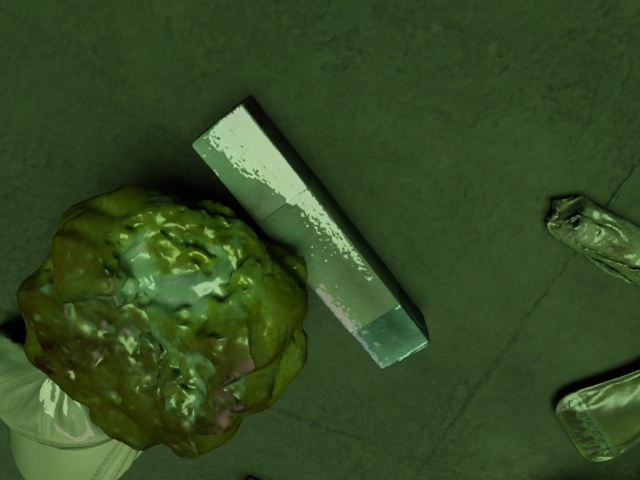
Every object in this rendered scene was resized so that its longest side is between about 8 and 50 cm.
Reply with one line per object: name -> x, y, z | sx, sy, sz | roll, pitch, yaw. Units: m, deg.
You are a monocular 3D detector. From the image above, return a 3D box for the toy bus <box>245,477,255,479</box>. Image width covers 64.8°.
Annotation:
toy bus -> -0.060, 0.386, 0.709 | 0.130, 0.052, 0.037 | 33, 115, -10

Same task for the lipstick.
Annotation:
lipstick -> 0.000, 0.000, 0.530 | 0.068, 0.066, 0.317 | -34, 109, 16

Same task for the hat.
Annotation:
hat -> -0.318, 0.224, 0.600 | 0.219, 0.164, 0.226 | 17, 92, -5

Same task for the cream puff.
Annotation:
cream puff -> -0.137, 0.064, 0.495 | 0.281, 0.185, 0.282 | 7, 113, 16

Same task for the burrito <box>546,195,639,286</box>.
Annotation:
burrito -> 0.322, 0.009, 0.542 | 0.188, 0.045, 0.058 | 29, 86, -9

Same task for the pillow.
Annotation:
pillow -> 0.411, 0.199, 0.628 | 0.217, 0.033, 0.130 | -31, 108, 13
